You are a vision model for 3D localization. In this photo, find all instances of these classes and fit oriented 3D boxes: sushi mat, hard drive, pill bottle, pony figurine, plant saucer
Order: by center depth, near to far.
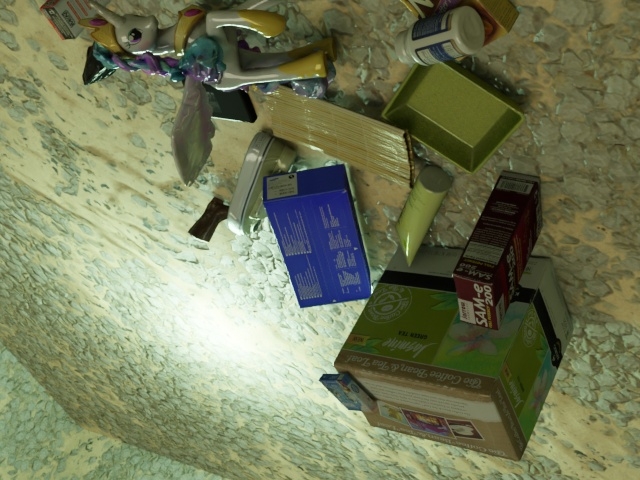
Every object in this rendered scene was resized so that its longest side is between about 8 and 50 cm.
[{"bbox_3d":[0.165,-0.284,1.296,0.120,0.067,0.067,-5,134,46],"label":"pill bottle"},{"bbox_3d":[0.216,-0.212,1.477,0.188,0.045,0.188,33,149,-2],"label":"plant saucer"},{"bbox_3d":[-0.164,-0.290,1.489,0.363,0.303,0.351,-6,152,12],"label":"pony figurine"},{"bbox_3d":[0.030,-0.191,1.646,0.316,0.019,0.151,24,149,29],"label":"sushi mat"},{"bbox_3d":[-0.194,-0.272,1.768,0.135,0.022,0.094,12,144,29],"label":"hard drive"}]

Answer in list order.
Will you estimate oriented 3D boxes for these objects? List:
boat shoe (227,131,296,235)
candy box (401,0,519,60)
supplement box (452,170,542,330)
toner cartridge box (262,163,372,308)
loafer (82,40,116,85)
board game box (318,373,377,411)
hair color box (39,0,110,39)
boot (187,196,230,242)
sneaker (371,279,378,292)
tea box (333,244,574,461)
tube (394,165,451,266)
[{"bbox_3d":[-0.121,-0.095,1.879,0.094,0.109,0.302,26,146,4],"label":"boat shoe"},{"bbox_3d":[0.178,-0.352,1.305,0.186,0.053,0.109,43,148,-17],"label":"candy box"},{"bbox_3d":[0.300,0.014,1.536,0.073,0.239,0.130,14,145,26],"label":"supplement box"},{"bbox_3d":[0.000,0.000,1.873,0.165,0.075,0.348,-7,139,7],"label":"toner cartridge box"},{"bbox_3d":[-0.438,-0.362,1.831,0.170,0.062,0.061,-28,94,51],"label":"loafer"},{"bbox_3d":[0.051,0.286,1.733,0.090,0.020,0.090,46,155,-16],"label":"board game box"},{"bbox_3d":[-0.424,-0.428,1.631,0.043,0.141,0.072,4,139,37],"label":"hair color box"},{"bbox_3d":[-0.226,-0.032,2.047,0.106,0.114,0.037,22,148,15],"label":"boot"},{"bbox_3d":[0.129,0.117,2.041,0.037,0.032,0.083,29,147,31],"label":"sneaker"},{"bbox_3d":[0.260,0.202,1.759,0.328,0.324,0.220,5,140,35],"label":"tea box"},{"bbox_3d":[0.181,-0.046,1.720,0.062,0.070,0.240,27,149,5],"label":"tube"}]
